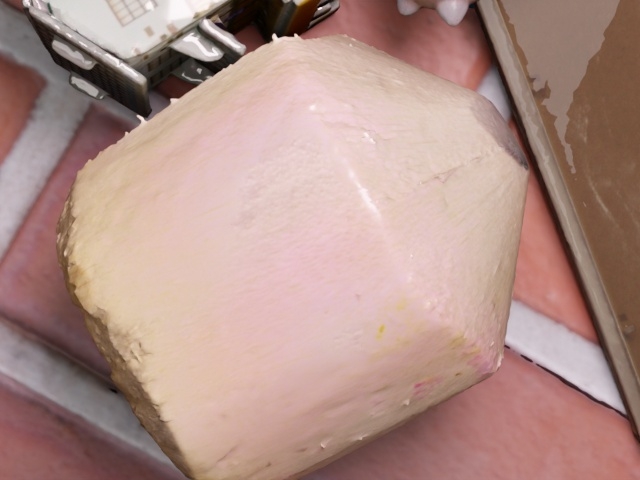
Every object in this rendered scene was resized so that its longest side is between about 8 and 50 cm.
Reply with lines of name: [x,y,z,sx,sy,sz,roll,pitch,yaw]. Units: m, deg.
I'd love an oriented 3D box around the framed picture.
framed picture: [0.326,-0.096,1.172,0.326,0.028,0.446,-21,98,0]

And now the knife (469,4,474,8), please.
knife: [0.218,-0.178,1.186,0.297,0.026,0.044,10,100,-2]

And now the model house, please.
model house: [-0.113,-0.204,1.084,0.215,0.224,0.198,-31,93,-6]

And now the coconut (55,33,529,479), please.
coconut: [0.000,0.000,1.059,0.309,0.297,0.297,-31,93,7]

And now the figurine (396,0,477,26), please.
figurine: [0.066,-0.349,1.065,0.248,0.203,0.380,-38,68,3]
